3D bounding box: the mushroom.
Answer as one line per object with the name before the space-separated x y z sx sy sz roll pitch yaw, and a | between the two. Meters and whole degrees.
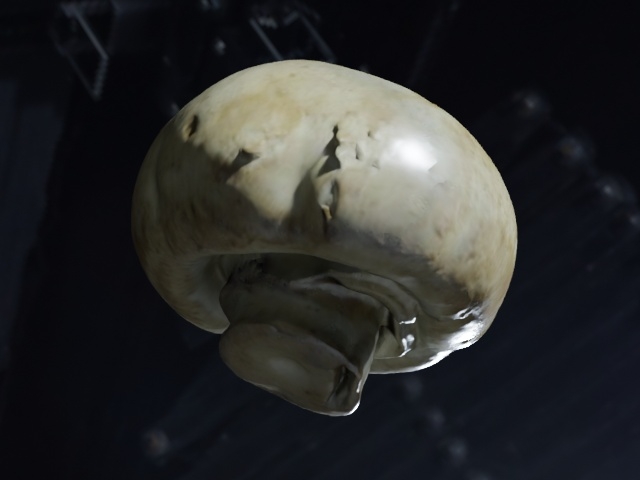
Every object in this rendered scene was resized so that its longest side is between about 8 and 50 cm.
mushroom | 0.000 0.000 0.674 0.166 0.127 0.166 9 -34 6
